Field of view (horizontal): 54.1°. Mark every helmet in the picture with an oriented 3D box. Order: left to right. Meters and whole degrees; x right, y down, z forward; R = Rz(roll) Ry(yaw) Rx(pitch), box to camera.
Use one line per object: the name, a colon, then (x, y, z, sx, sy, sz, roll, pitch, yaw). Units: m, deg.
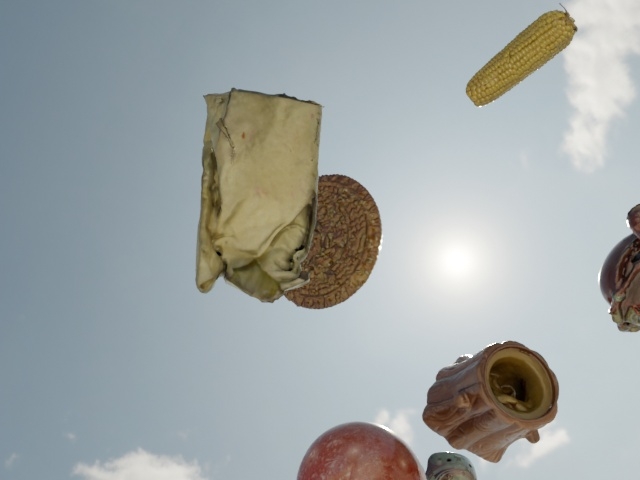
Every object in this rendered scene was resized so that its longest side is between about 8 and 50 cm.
helmet: (0.364, 0.682, 1.730, 0.153, 0.107, 0.176, 16, -93, -9)

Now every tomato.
tomato: (0.086, 0.489, 1.279, 0.271, 0.227, 0.270, 7, -32, 5)

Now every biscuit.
biscuit: (0.000, 0.000, 1.343, 0.038, 0.305, 0.305, 22, -76, -50)

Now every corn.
corn: (0.499, -0.455, 1.575, 0.305, 0.106, 0.106, -39, -56, 13)

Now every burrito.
burrito: (-0.108, -0.068, 0.993, 0.191, 0.135, 0.331, 9, -99, -28)

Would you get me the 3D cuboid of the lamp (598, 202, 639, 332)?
lamp: (0.539, 0.042, 0.979, 0.215, 0.151, 0.223, -17, -40, -34)

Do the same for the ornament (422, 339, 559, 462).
ornament: (0.347, 0.318, 1.280, 0.221, 0.235, 0.217, 1, -29, -18)
